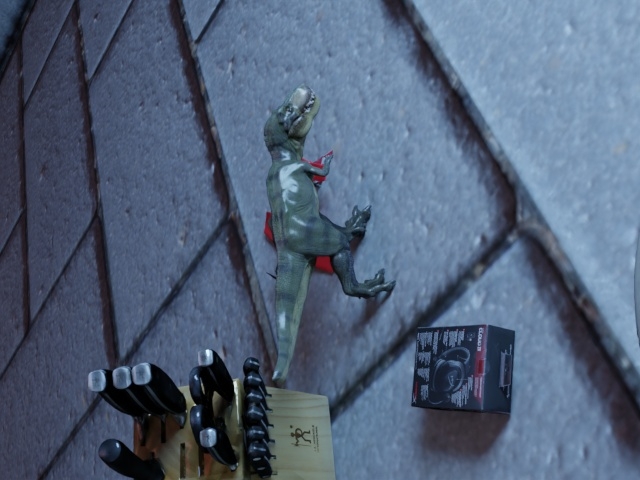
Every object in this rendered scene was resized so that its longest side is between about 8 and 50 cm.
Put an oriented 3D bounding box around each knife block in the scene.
[{"bbox_3d":[-0.121,0.182,0.725,0.276,0.242,0.088,-37,48,43],"label":"knife block"}]

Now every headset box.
[{"bbox_3d":[0.108,0.095,0.617,0.083,0.032,0.062,-12,68,52],"label":"headset box"}]

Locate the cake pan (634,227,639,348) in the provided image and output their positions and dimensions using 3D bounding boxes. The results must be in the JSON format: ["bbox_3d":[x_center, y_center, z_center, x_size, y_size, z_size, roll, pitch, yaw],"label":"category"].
[{"bbox_3d":[0.275,0.021,0.323,0.293,0.054,0.293,-2,87,43],"label":"cake pan"}]

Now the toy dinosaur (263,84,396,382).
[{"bbox_3d":[0.000,0.000,0.733,0.064,0.118,0.268,-28,56,48],"label":"toy dinosaur"}]

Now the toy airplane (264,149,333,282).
[{"bbox_3d":[-0.021,-0.024,0.854,0.151,0.028,0.151,-23,60,48],"label":"toy airplane"}]
